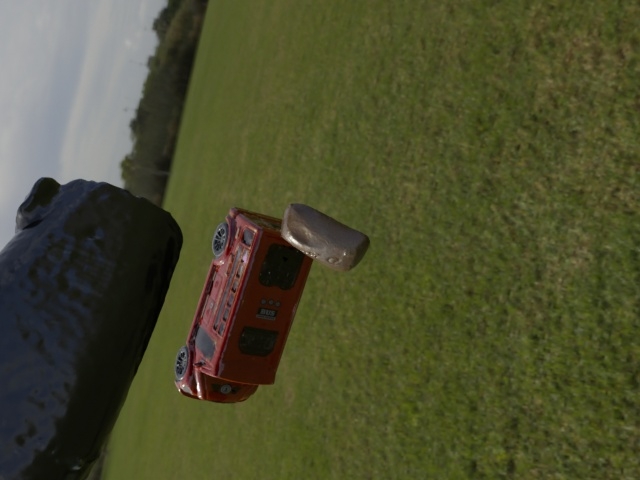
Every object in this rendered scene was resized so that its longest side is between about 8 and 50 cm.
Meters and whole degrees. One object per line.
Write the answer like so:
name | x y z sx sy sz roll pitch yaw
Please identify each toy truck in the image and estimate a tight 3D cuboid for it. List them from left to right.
toy truck | -0.093 0.095 0.929 0.114 0.107 0.252 30 105 59

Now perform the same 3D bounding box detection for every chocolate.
chocolate | 0.000 0.000 0.818 0.031 0.101 0.064 -59 -2 -44

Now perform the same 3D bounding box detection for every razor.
razor | -0.270 0.091 0.755 0.107 0.189 0.327 123 168 -60
